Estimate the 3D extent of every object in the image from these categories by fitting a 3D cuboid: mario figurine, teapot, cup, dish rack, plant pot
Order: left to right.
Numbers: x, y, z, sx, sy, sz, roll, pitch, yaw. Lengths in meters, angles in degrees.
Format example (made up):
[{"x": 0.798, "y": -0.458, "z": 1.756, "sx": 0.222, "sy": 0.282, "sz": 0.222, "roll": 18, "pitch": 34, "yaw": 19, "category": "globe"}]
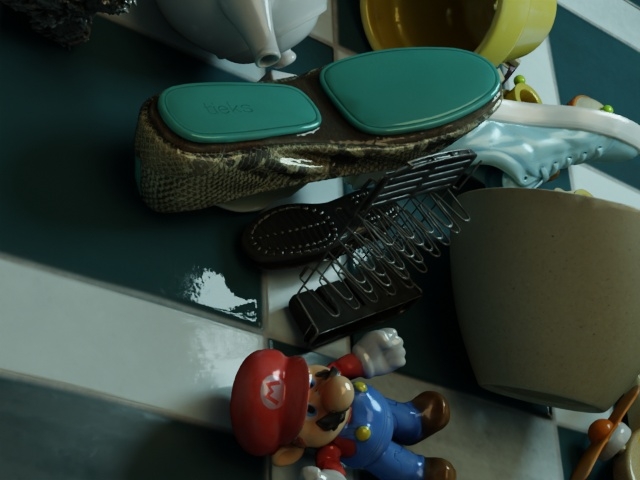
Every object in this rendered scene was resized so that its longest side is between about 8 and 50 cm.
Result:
[{"x": -0.081, "y": -0.307, "z": 1.472, "sx": 0.256, "sy": 0.252, "sz": 0.187, "roll": -36, "pitch": 108, "yaw": -35, "category": "teapot"}, {"x": 0.042, "y": 0.197, "z": 1.290, "sx": 0.320, "sy": 0.170, "sz": 0.198, "roll": 23, "pitch": 17, "yaw": -40, "category": "mario figurine"}, {"x": 0.087, "y": 0.003, "z": 1.396, "sx": 0.208, "sy": 0.271, "sz": 0.074, "roll": -18, "pitch": 61, "yaw": -47, "category": "dish rack"}, {"x": 0.227, "y": -0.361, "z": 1.759, "sx": 0.239, "sy": 0.254, "sz": 0.254, "roll": -7, "pitch": 70, "yaw": -52, "category": "plant pot"}, {"x": 0.312, "y": 0.093, "z": 1.538, "sx": 0.331, "sy": 0.331, "sz": 0.237, "roll": 20, "pitch": 78, "yaw": -33, "category": "cup"}]

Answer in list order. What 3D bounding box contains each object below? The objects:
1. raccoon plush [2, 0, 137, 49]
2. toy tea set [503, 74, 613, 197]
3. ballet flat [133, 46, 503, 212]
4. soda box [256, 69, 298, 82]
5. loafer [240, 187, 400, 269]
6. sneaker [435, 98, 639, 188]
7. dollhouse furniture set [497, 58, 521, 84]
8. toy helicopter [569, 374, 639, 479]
[{"x": -0.416, "y": -0.289, "z": 1.236, "sx": 0.446, "sy": 0.216, "sz": 0.299, "roll": -34, "pitch": 105, "yaw": -19, "category": "raccoon plush"}, {"x": 0.394, "y": -0.118, "z": 1.843, "sx": 0.200, "sy": 0.124, "sz": 0.336, "roll": 18, "pitch": 54, "yaw": -34, "category": "toy tea set"}, {"x": -0.006, "y": -0.124, "z": 1.423, "sx": 0.482, "sy": 0.182, "sz": 0.164, "roll": -13, "pitch": 54, "yaw": -28, "category": "ballet flat"}, {"x": 0.005, "y": -0.164, "z": 1.562, "sx": 0.216, "sy": 0.069, "sz": 0.074, "roll": 6, "pitch": 61, "yaw": -41, "category": "soda box"}, {"x": 0.000, "y": 0.000, "z": 1.450, "sx": 0.220, "sy": 0.078, "sz": 0.080, "roll": -13, "pitch": 56, "yaw": -28, "category": "loafer"}, {"x": 0.305, "y": -0.123, "z": 1.733, "sx": 0.365, "sy": 0.135, "sz": 0.150, "roll": 5, "pitch": 85, "yaw": -12, "category": "sneaker"}, {"x": 0.271, "y": -0.293, "z": 1.885, "sx": 0.081, "sy": 0.091, "sz": 0.114, "roll": 40, "pitch": 45, "yaw": 6, "category": "dollhouse furniture set"}, {"x": 0.462, "y": 0.283, "z": 1.684, "sx": 0.235, "sy": 0.140, "sz": 0.355, "roll": 24, "pitch": 40, "yaw": -18, "category": "toy helicopter"}]
